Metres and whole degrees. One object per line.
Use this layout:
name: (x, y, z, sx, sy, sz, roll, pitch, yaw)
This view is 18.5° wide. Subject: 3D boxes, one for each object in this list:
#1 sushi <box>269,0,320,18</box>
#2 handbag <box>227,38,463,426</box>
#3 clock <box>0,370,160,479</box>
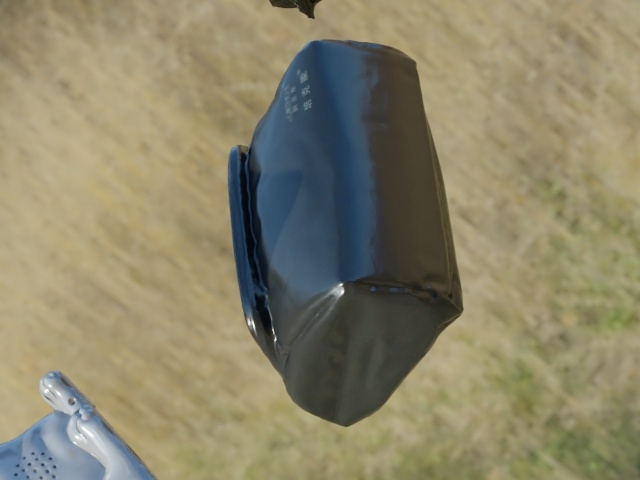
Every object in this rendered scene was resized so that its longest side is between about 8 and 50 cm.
sushi: (-0.004, -0.198, 1.334, 0.083, 0.056, 0.084, -21, 50, 6)
handbag: (-0.002, -0.001, 1.840, 0.275, 0.178, 0.301, 127, 142, -48)
clock: (-0.147, 0.179, 1.197, 0.117, 0.176, 0.080, -43, -17, -6)
